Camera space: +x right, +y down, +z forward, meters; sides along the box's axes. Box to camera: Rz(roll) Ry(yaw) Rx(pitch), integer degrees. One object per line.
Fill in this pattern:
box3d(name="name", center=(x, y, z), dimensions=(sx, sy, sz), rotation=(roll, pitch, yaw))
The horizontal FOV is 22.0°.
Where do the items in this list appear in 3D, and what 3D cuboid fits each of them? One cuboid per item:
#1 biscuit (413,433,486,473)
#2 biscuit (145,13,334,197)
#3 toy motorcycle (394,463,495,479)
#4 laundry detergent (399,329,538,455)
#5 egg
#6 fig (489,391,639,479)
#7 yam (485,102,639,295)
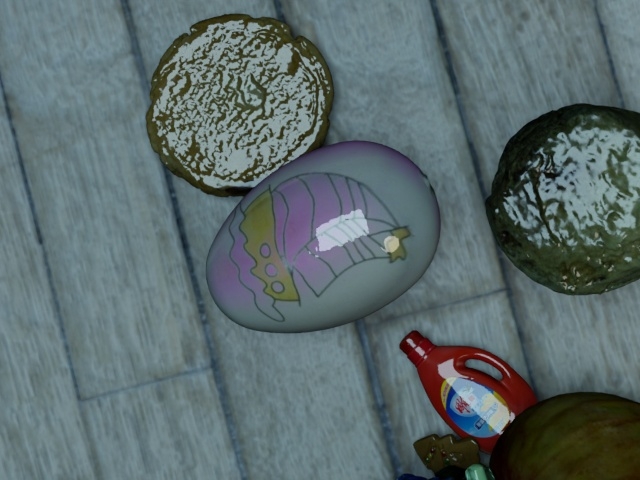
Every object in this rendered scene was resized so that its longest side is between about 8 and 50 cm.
box3d(name="biscuit", center=(0.145, 0.247, 1.861), dimensions=(0.092, 0.016, 0.082), rotation=(23, 126, 21))
box3d(name="biscuit", center=(-0.094, -0.156, 1.902), dimensions=(0.226, 0.042, 0.226), rotation=(0, 89, 10))
box3d(name="toy motorcycle", center=(0.154, 0.403, 1.774), dimensions=(0.125, 0.196, 0.331), rotation=(-26, 107, -32))
box3d(name="laundry detergent", center=(0.161, 0.159, 1.859), dimensions=(0.165, 0.049, 0.097), rotation=(43, 95, 7))
box3d(name="egg", center=(0.000, 0.000, 1.811), dimensions=(0.271, 0.196, 0.196), rotation=(-19, 87, 2))
box3d(name="fig", center=(0.347, 0.230, 1.774), dimensions=(0.321, 0.217, 0.217), rotation=(-29, 85, -11))
box3d(name="yam", center=(0.286, -0.047, 1.727), dimensions=(0.195, 0.300, 0.195), rotation=(2, 95, 17))
